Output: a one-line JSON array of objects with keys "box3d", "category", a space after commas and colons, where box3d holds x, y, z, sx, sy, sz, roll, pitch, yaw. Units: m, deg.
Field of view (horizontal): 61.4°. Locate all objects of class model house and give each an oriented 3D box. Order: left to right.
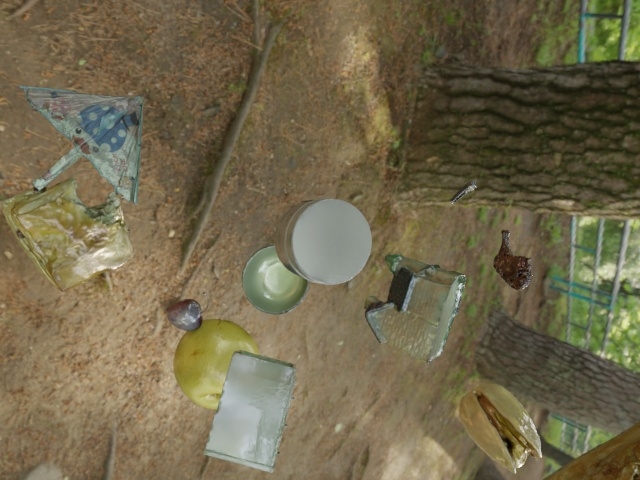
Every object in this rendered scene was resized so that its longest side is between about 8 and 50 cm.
[{"box3d": [0.297, 0.206, 1.774, 0.243, 0.284, 0.299, -1, 109, -67], "category": "model house"}]

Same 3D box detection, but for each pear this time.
[{"box3d": [-0.400, 0.476, 2.098, 0.348, 0.348, 0.349, -31, 131, -44], "category": "pear"}]

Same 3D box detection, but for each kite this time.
[{"box3d": [-0.610, -0.265, 1.425, 0.368, 0.014, 0.406, -45, 109, -12], "category": "kite"}]

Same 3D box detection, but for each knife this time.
[{"box3d": [0.452, -0.152, 1.716, 0.031, 0.121, 0.018, 0, 65, -24], "category": "knife"}]

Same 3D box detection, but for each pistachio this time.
[{"box3d": [0.551, 0.572, 1.676, 0.187, 0.299, 0.188, -11, 127, -15], "category": "pistachio"}]

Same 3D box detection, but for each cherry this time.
[{"box3d": [-0.502, 0.254, 1.991, 0.115, 0.148, 0.188, -51, 157, -36], "category": "cherry"}]

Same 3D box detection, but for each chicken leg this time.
[{"box3d": [0.508, 0.054, 1.440, 0.053, 0.205, 0.093, 28, 115, -31], "category": "chicken leg"}]

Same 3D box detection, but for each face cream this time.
[{"box3d": [0.000, 0.000, 1.150, 0.177, 0.153, 0.178, -1, 93, -19], "category": "face cream"}]

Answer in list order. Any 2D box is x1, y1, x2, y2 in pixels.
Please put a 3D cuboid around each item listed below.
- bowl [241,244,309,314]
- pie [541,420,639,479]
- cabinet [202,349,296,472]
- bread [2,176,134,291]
[{"box3d": [-0.133, 0.121, 1.685, 0.112, 0.211, 0.212, 32, 79, -86], "category": "bowl"}, {"box3d": [0.432, 0.340, 0.782, 0.282, 0.128, 0.069, -26, 94, -5], "category": "pie"}, {"box3d": [-0.137, 0.353, 1.146, 0.145, 0.150, 0.206, 104, 2, -80], "category": "cabinet"}, {"box3d": [-0.708, -0.019, 1.595, 0.314, 0.191, 0.370, -32, 145, -30], "category": "bread"}]
